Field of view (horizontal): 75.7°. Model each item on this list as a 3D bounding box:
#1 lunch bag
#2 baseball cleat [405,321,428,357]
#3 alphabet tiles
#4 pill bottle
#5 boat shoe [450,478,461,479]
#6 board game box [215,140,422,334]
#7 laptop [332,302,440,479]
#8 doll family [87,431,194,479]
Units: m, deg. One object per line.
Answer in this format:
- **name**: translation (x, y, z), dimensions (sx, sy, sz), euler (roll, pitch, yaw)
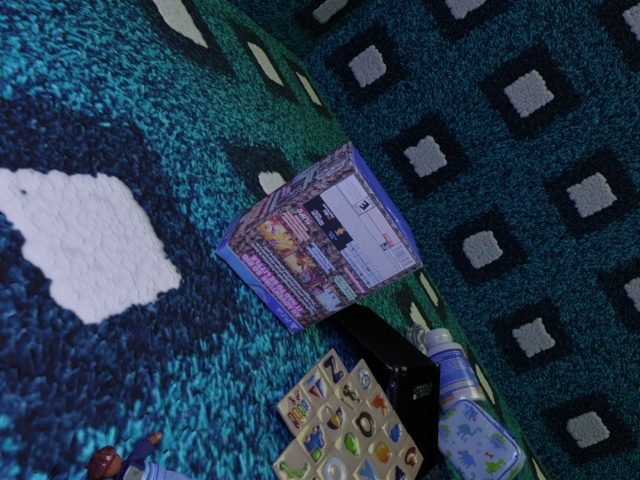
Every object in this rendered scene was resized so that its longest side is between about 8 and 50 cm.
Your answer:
- **lunch bag**: translation (0.430, 0.560, 1.127), dimensions (0.090, 0.176, 0.219), euler (42, 0, -39)
- **baseball cleat**: translation (0.343, 0.378, 1.452), dimensions (0.206, 0.072, 0.109), euler (-54, 128, -68)
- **alphabet tiles**: translation (0.064, 0.369, 0.686), dimensions (0.342, 0.011, 0.285), euler (59, 37, 0)
- **pill bottle**: translation (0.453, 0.455, 1.454), dimensions (0.152, 0.152, 0.271), euler (39, 28, -45)
- **boat shoe**: translation (0.405, 0.735, 0.967), dimensions (0.127, 0.113, 0.340), euler (47, 22, -29)
- **board game box**: translation (0.000, 0.000, 0.781), dimensions (0.232, 0.291, 0.141), euler (52, 19, -22)
- **laptop**: translation (0.139, 0.355, 1.024), dimensions (0.382, 0.237, 0.407), euler (26, 66, -58)
- **doll family**: translation (-0.165, 0.256, 0.328), dimensions (0.111, 0.076, 0.193), euler (44, 19, -28)
